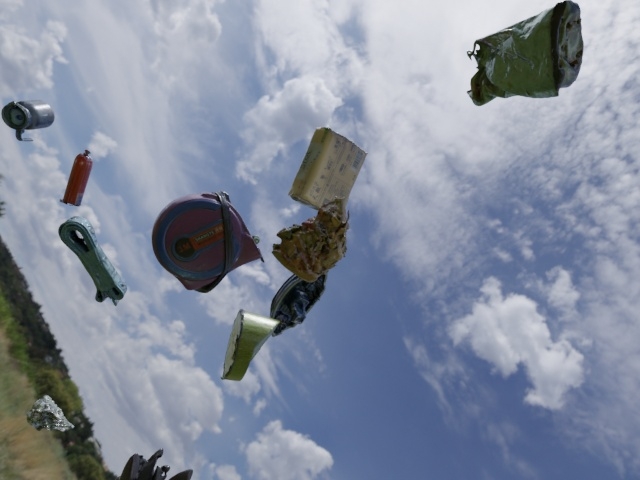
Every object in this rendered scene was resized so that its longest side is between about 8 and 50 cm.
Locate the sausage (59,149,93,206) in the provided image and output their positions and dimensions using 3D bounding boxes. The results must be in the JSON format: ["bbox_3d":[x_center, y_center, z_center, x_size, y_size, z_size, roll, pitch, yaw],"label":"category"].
[{"bbox_3d":[-0.594,-0.156,1.026,0.145,0.050,0.048,-65,-163,15],"label":"sausage"}]

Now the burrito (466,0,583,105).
[{"bbox_3d":[0.365,-0.330,0.772,0.229,0.089,0.144,-150,-131,-67],"label":"burrito"}]

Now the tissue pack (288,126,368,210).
[{"bbox_3d":[0.023,-0.191,1.209,0.090,0.186,0.222,27,-85,50],"label":"tissue pack"}]

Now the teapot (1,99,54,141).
[{"bbox_3d":[-0.507,-0.211,0.725,0.049,0.083,0.063,36,-72,-11],"label":"teapot"}]

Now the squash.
[{"bbox_3d":[-0.217,0.325,1.253,0.133,0.220,0.220,23,-42,-11],"label":"squash"}]

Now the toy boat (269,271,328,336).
[{"bbox_3d":[-0.073,0.205,1.407,0.309,0.129,0.142,-52,-146,11],"label":"toy boat"}]

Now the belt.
[{"bbox_3d":[-0.704,0.068,1.303,0.072,0.087,0.302,-133,-158,-68],"label":"belt"}]

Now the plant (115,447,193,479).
[{"bbox_3d":[-0.409,0.633,0.907,0.181,0.320,0.194,33,-6,-7],"label":"plant"}]

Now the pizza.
[{"bbox_3d":[0.000,0.000,0.999,0.147,0.226,0.069,57,-7,-1],"label":"pizza"}]

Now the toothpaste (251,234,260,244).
[{"bbox_3d":[-0.246,-0.005,1.460,0.049,0.031,0.204,53,-17,-16],"label":"toothpaste"}]

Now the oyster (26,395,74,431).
[{"bbox_3d":[-0.562,0.364,0.880,0.100,0.037,0.098,24,-5,-5],"label":"oyster"}]

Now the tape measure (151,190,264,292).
[{"bbox_3d":[-0.294,0.001,1.052,0.245,0.231,0.149,67,-11,-16],"label":"tape measure"}]
